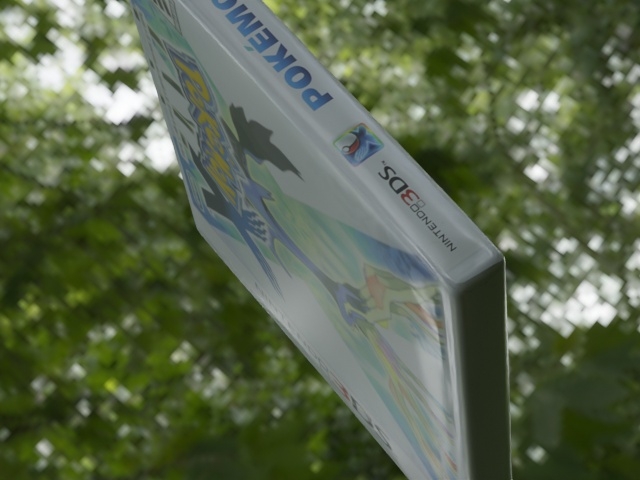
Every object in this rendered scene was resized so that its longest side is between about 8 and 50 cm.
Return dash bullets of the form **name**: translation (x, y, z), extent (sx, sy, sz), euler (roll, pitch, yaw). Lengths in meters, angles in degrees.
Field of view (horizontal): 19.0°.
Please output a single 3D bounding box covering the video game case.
- **video game case**: translation (0.000, 0.000, 1.063), extent (0.036, 0.300, 0.329), euler (-34, -29, -14)
